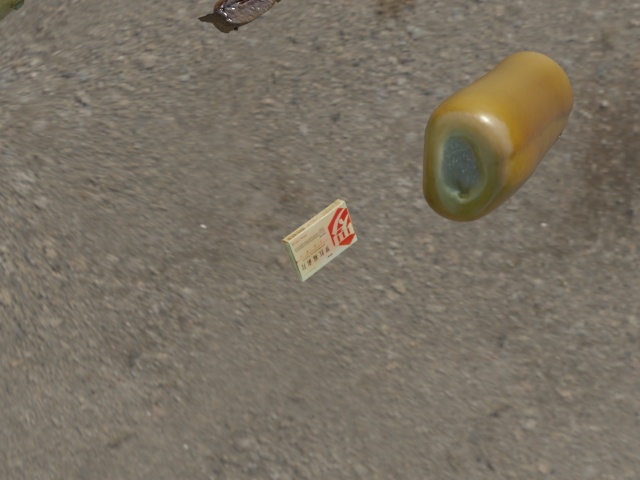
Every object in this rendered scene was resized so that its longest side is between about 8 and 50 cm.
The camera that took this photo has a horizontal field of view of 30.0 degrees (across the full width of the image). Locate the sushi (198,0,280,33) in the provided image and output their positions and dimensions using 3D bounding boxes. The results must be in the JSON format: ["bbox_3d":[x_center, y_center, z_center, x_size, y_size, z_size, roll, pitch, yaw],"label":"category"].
[{"bbox_3d":[-0.114,-0.338,1.723,0.120,0.055,0.052,-37,102,-17],"label":"sushi"}]

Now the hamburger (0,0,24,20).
[{"bbox_3d":[-0.309,-0.247,0.839,0.211,0.132,0.309,-13,64,-16],"label":"hamburger"}]

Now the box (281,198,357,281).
[{"bbox_3d":[0.000,0.000,1.394,0.093,0.015,0.058,-37,126,-26],"label":"box"}]

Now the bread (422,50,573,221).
[{"bbox_3d":[0.144,-0.087,0.922,0.074,0.239,0.092,6,111,21],"label":"bread"}]
